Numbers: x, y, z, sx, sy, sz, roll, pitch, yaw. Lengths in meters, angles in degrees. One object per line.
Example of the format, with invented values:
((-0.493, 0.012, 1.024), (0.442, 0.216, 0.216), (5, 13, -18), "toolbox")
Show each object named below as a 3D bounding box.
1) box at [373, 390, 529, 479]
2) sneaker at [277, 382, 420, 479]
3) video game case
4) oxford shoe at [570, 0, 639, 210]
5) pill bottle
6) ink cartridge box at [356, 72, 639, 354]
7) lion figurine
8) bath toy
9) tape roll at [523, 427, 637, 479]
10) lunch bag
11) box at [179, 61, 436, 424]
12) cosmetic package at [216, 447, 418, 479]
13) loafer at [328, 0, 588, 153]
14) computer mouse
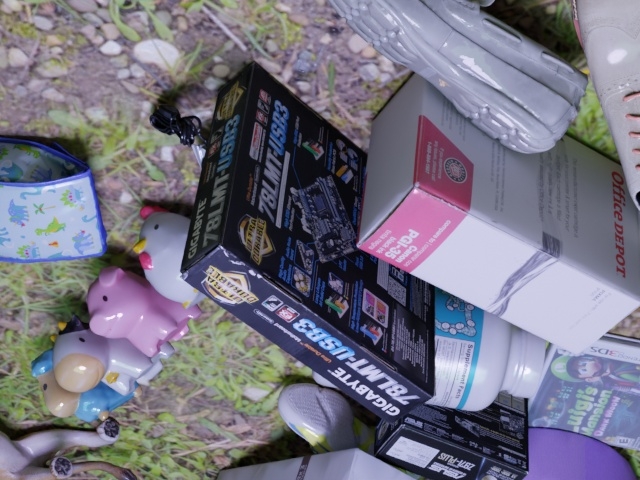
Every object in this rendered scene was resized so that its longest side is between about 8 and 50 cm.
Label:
((0.165, 0.225, 1.851), (0.180, 0.147, 0.077), (22, 133, -15), "box")
((0.016, 0.280, 1.962), (0.240, 0.091, 0.126), (33, 130, -24), "sneaker")
((0.358, 0.190, 1.878), (0.173, 0.022, 0.190), (11, 134, -3), "video game case")
((0.349, -0.134, 1.477), (0.140, 0.146, 0.397), (-15, 129, 24), "oxford shoe")
((0.129, 0.120, 1.755), (0.264, 0.146, 0.146), (10, 134, -3), "pill bottle")
((0.193, -0.033, 1.554), (0.283, 0.207, 0.117), (27, 132, -17), "ink cartridge box")
((-0.465, 0.281, 1.996), (0.392, 0.142, 0.240), (33, 136, -28), "lion figurine")
((-0.234, 0.086, 1.791), (0.129, 0.151, 0.348), (48, 130, 10), "bath toy")
((0.291, 0.366, 1.996), (0.275, 0.090, 0.275), (5, 140, 4), "tape roll")
((-0.323, -0.043, 1.690), (0.151, 0.096, 0.129), (8, 135, 13), "lunch bag")
((0.000, 0.000, 1.551), (0.293, 0.295, 0.073), (36, 126, -26), "box")
((-0.024, 0.408, 1.917), (0.156, 0.217, 0.385), (31, 152, -22), "cosmetic package")
((0.127, -0.215, 1.470), (0.319, 0.111, 0.112), (37, 169, -13), "loafer")
((-0.114, -0.076, 1.638), (0.042, 0.106, 0.193), (-51, 125, -9), "computer mouse")
